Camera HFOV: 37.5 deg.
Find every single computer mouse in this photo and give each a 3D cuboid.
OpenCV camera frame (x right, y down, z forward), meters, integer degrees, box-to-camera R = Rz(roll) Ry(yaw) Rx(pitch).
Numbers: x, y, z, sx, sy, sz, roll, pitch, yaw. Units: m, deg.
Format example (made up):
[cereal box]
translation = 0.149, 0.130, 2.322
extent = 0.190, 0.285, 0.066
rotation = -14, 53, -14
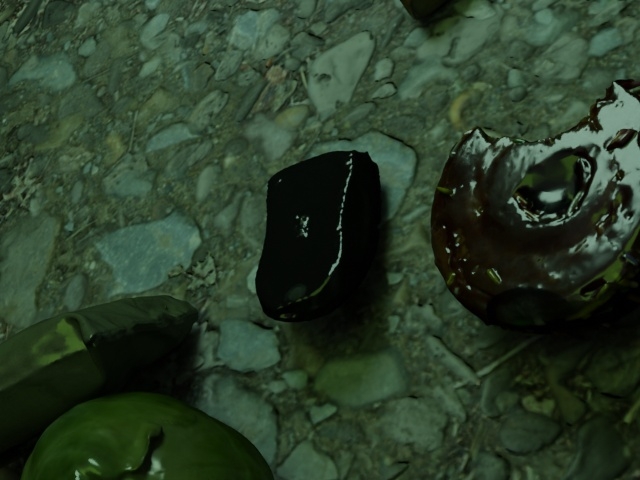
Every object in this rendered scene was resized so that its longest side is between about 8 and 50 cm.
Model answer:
[computer mouse]
translation = 0.000, 0.000, 0.942
extent = 0.122, 0.073, 0.217
rotation = -13, 49, 24

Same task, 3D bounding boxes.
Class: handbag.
[handbag]
translation = -0.287, 0.153, 0.938
extent = 0.316, 0.253, 0.109
rotation = -31, 85, 14

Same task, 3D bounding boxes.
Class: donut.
[donut]
translation = 0.207, -0.018, 0.789
extent = 0.230, 0.096, 0.216
rotation = -25, 52, 28

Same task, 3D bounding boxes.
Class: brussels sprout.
[brussels sprout]
translation = -0.147, 0.234, 0.788
extent = 0.244, 0.244, 0.244
rotation = -17, 54, 24

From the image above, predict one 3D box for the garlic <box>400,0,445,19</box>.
[garlic]
translation = 0.140, -0.344, 1.067
extent = 0.195, 0.087, 0.101
rotation = -45, 61, -3
